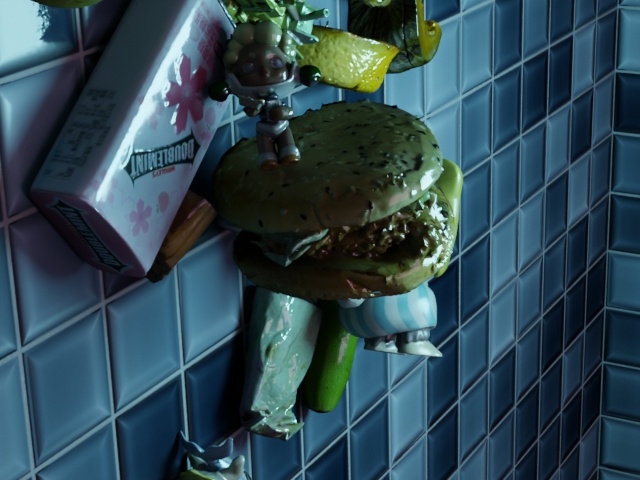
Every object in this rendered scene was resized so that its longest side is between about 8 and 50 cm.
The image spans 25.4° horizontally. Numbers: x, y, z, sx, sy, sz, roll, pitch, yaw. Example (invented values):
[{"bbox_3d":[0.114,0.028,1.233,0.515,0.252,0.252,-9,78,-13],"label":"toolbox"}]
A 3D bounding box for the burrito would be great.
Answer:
[{"bbox_3d":[-0.071,0.191,2.217,0.144,0.089,0.228,24,75,-48],"label":"burrito"}]

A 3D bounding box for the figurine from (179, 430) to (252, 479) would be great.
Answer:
[{"bbox_3d":[-0.164,0.382,2.065,0.184,0.128,0.208,-23,110,-55],"label":"figurine"}]

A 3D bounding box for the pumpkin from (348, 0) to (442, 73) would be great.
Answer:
[{"bbox_3d":[0.114,-0.363,2.353,0.248,0.131,0.126,53,52,-52],"label":"pumpkin"}]

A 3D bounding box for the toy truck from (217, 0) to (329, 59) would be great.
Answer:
[{"bbox_3d":[-0.077,-0.354,1.975,0.259,0.135,0.128,42,63,-49],"label":"toy truck"}]

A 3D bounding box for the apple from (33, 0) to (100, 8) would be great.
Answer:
[{"bbox_3d":[-0.283,-0.346,1.543,0.200,0.200,0.200,-28,123,-57],"label":"apple"}]

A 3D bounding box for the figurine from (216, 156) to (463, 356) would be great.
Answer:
[{"bbox_3d":[0.000,0.000,2.188,0.378,0.266,0.361,1,87,-27],"label":"figurine"}]

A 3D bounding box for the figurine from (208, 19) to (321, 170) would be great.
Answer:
[{"bbox_3d":[-0.070,-0.191,1.827,0.093,0.147,0.197,91,-12,-66],"label":"figurine"}]

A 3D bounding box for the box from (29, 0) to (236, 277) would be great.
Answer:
[{"bbox_3d":[-0.216,-0.156,1.807,0.369,0.112,0.190,-67,150,-24],"label":"box"}]

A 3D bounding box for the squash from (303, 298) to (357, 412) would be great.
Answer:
[{"bbox_3d":[0.023,0.152,2.384,0.082,0.082,0.292,1,97,-62],"label":"squash"}]

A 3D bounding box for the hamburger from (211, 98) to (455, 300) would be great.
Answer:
[{"bbox_3d":[0.035,-0.048,1.920,0.318,0.277,0.195,-23,120,-22],"label":"hamburger"}]

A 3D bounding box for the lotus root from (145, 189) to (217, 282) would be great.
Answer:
[{"bbox_3d":[-0.205,-0.022,1.905,0.135,0.095,0.159,-57,-175,-19],"label":"lotus root"}]

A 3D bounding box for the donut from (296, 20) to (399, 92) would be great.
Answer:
[{"bbox_3d":[0.036,-0.287,2.201,0.259,0.152,0.101,7,99,-60],"label":"donut"}]
